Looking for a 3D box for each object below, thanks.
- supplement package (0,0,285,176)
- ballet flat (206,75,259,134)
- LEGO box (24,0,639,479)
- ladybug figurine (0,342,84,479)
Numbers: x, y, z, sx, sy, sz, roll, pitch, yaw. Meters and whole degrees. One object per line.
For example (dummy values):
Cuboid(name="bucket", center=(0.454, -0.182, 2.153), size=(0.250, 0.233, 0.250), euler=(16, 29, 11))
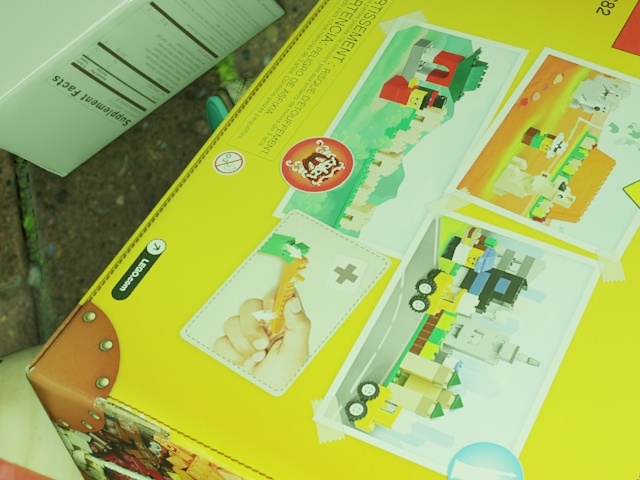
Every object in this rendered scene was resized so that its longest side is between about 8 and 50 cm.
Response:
Cuboid(name="supplement package", center=(-0.220, -0.231, 1.156), size=(0.293, 0.175, 0.177), euler=(-34, 69, 10))
Cuboid(name="ballet flat", center=(0.000, 0.000, 1.056), size=(0.123, 0.123, 0.348), euler=(-25, 71, 14))
Cuboid(name="LEGO box", center=(0.106, 0.022, 0.838), size=(0.372, 0.193, 0.500), euler=(23, 59, 21))
Cuboid(name="ladybug figurine", center=(-0.288, 0.300, 0.996), size=(0.305, 0.162, 0.449), euler=(13, 84, 29))
